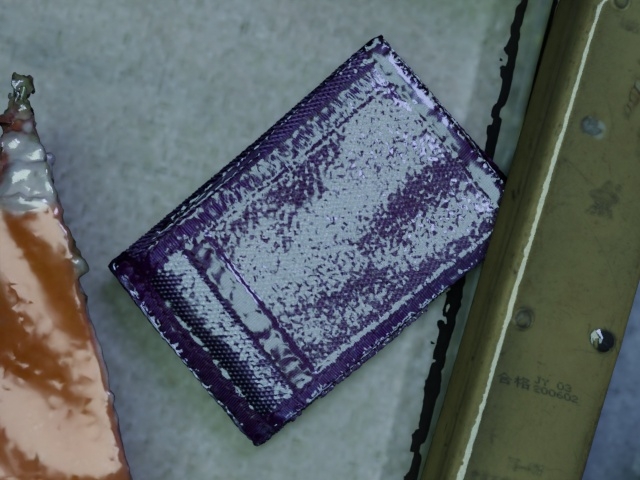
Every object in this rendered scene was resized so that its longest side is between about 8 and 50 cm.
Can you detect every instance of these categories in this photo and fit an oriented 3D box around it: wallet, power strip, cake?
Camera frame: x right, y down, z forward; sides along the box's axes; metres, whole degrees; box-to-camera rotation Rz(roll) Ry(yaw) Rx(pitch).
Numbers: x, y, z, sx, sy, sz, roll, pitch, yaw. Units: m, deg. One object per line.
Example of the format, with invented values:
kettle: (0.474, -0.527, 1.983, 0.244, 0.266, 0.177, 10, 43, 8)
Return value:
wallet: (0.000, 0.000, 0.733, 0.166, 0.030, 0.111, -41, 84, 2)
power strip: (0.107, 0.007, 0.710, 0.064, 0.044, 0.305, 16, 91, -18)
cake: (-0.138, 0.073, 0.710, 0.135, 0.098, 0.287, -5, 88, 6)
